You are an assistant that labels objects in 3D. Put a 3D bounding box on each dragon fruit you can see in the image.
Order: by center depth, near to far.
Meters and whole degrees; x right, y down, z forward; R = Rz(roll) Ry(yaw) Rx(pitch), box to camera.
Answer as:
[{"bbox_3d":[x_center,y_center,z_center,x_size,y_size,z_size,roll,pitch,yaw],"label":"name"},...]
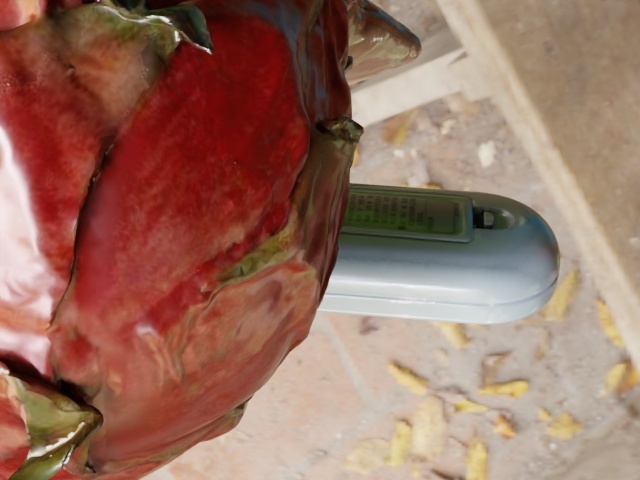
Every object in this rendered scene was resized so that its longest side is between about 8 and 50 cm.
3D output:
[{"bbox_3d":[-0.100,-0.037,0.479,0.244,0.244,0.299,32,101,-18],"label":"dragon fruit"}]

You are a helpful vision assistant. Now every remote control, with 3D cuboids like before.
[{"bbox_3d":[0.000,0.000,0.657,0.244,0.087,0.047,4,124,3],"label":"remote control"}]

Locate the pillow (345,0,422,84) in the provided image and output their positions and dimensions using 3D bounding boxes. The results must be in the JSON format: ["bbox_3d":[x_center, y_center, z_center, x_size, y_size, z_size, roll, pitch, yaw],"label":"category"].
[{"bbox_3d":[-0.080,-0.129,0.826,0.236,0.223,0.084,15,66,-59],"label":"pillow"}]
